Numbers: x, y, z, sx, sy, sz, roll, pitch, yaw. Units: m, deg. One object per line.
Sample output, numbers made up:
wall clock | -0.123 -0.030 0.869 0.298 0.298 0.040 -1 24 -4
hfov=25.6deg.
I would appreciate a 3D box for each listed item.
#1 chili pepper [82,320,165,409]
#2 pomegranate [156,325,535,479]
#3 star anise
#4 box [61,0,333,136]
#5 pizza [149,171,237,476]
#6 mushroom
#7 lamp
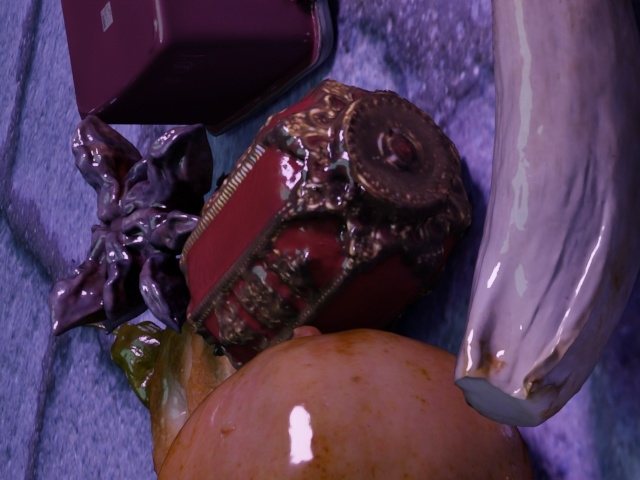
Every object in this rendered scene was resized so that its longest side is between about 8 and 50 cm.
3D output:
chili pepper | -0.181 0.130 1.508 0.072 0.073 0.204 -55 46 15
pomegranate | 0.012 0.167 0.931 0.252 0.229 0.270 -45 36 38
star anise | -0.171 -0.004 1.305 0.282 0.129 0.212 7 82 57
box | -0.129 -0.216 1.340 0.294 0.167 0.193 -26 74 60
pizza | -0.096 0.087 1.342 0.182 0.074 0.365 30 112 60
mushroom | 0.139 -0.063 0.844 0.095 0.122 0.351 -10 70 49
lamp | 0.000 0.000 1.070 0.274 0.177 0.177 130 139 -51
